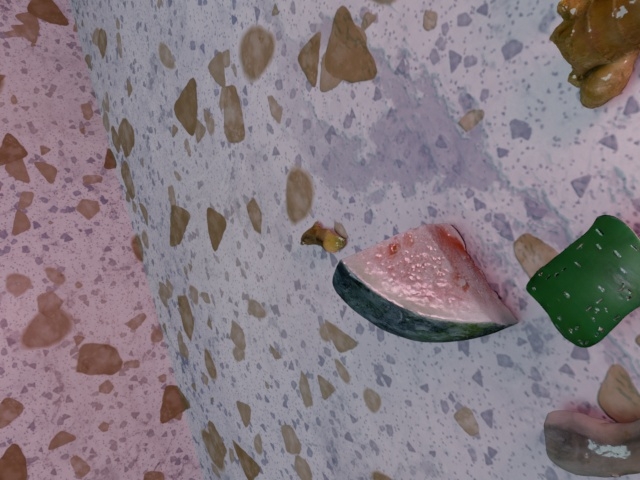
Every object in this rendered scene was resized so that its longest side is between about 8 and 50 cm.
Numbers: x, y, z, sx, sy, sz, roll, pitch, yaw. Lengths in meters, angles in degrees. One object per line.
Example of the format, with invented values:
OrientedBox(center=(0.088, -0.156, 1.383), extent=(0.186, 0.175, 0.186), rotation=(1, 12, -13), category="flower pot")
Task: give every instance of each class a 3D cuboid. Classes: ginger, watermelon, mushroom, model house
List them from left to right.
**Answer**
OrientedBox(center=(0.001, -0.006, 1.135), extent=(0.137, 0.044, 0.058), rotation=(16, 132, 51), category="ginger")
OrientedBox(center=(0.146, 0.056, 0.850), extent=(0.319, 0.289, 0.214), rotation=(15, 84, 63), category="watermelon")
OrientedBox(center=(0.369, 0.045, 0.638), extent=(0.117, 0.088, 0.167), rotation=(53, 139, 27), category="model house")
OrientedBox(center=(0.348, -0.260, 0.573), extent=(0.205, 0.081, 0.115), rotation=(117, 140, -49), category="ginger")
OrientedBox(center=(0.408, 0.266, 0.664), extent=(0.223, 0.081, 0.092), rotation=(-39, 48, 52), category="mushroom")
